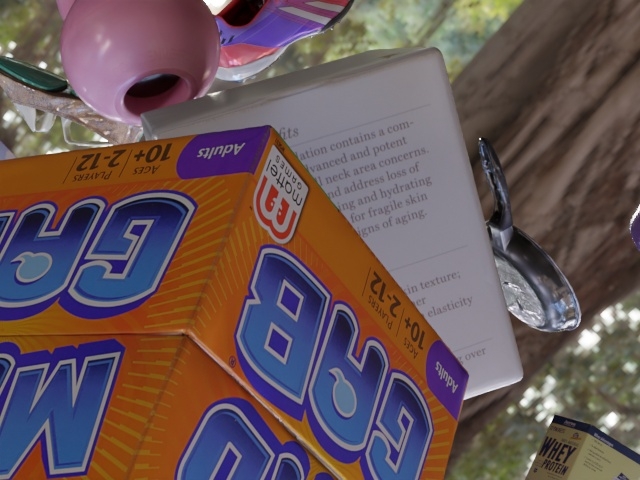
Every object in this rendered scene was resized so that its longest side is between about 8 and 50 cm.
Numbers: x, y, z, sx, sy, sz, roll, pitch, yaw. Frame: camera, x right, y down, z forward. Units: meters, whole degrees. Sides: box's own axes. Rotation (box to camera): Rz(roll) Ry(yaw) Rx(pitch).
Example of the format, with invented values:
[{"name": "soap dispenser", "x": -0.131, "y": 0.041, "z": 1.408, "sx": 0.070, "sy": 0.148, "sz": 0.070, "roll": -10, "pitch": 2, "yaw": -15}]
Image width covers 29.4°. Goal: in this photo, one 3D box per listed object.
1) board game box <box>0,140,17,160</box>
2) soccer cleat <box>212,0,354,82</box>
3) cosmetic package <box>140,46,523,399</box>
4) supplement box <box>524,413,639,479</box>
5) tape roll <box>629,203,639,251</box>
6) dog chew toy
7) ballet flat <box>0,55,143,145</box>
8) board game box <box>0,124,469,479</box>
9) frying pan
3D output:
[{"name": "board game box", "x": -0.463, "y": -0.025, "z": 1.789, "sx": 0.211, "sy": 0.160, "sz": 0.039, "roll": 44, "pitch": 169, "yaw": 9}, {"name": "soccer cleat", "x": -0.057, "y": -0.370, "z": 1.916, "sx": 0.108, "sy": 0.116, "sz": 0.318, "roll": 27, "pitch": -127, "yaw": 36}, {"name": "cosmetic package", "x": 0.000, "y": 0.000, "z": 1.456, "sx": 0.327, "sy": 0.329, "sz": 0.394, "roll": -141, "pitch": 35, "yaw": -77}, {"name": "supplement box", "x": 0.250, "y": 0.223, "z": 1.159, "sx": 0.083, "sy": 0.083, "sz": 0.056, "roll": 32, "pitch": 168, "yaw": -26}, {"name": "tape roll", "x": 0.496, "y": -0.012, "z": 1.547, "sx": 0.189, "sy": 0.080, "sz": 0.189, "roll": 14, "pitch": -142, "yaw": -11}, {"name": "dog chew toy", "x": -0.256, "y": -0.316, "z": 1.614, "sx": 0.206, "sy": 0.206, "sz": 0.332, "roll": 15, "pitch": -135, "yaw": -46}, {"name": "ballet flat", "x": -0.453, "y": -0.229, "z": 2.130, "sx": 0.316, "sy": 0.106, "sz": 0.107, "roll": 21, "pitch": -161, "yaw": 15}, {"name": "board game box", "x": -0.146, "y": 0.169, "z": 0.985, "sx": 0.356, "sy": 0.356, "sz": 0.356, "roll": 50, "pitch": -132, "yaw": -41}, {"name": "frying pan", "x": 0.281, "y": 0.020, "z": 1.689, "sx": 0.197, "sy": 0.053, "sz": 0.326, "roll": 43, "pitch": 162, "yaw": 31}]
